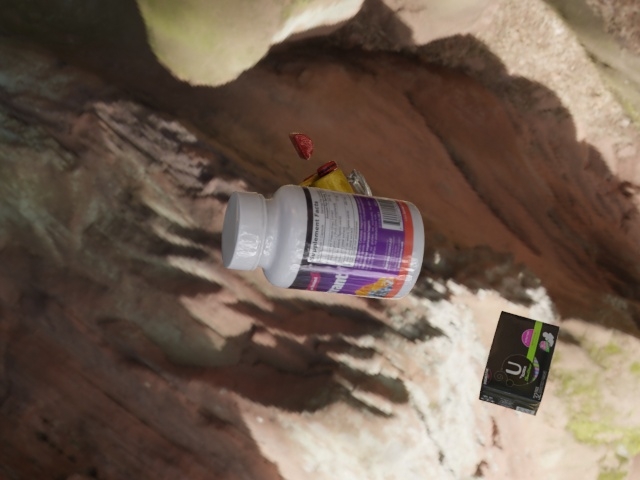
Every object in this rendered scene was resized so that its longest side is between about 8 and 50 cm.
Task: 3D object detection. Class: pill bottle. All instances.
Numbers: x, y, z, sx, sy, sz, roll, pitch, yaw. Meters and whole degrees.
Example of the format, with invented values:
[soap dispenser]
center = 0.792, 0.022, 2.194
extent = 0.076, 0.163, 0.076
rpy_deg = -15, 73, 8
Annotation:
[pill bottle]
center = 0.000, 0.000, 0.933
extent = 0.193, 0.108, 0.108
rpy_deg = 7, 157, -17

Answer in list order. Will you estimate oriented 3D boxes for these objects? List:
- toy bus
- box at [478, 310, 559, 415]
[toy bus]
center = -0.010, -0.030, 1.163
extent = 0.191, 0.104, 0.202
rpy_deg = 48, 165, 42
[box]
center = 0.200, 0.124, 0.905
extent = 0.062, 0.083, 0.052
rpy_deg = 15, 156, 13
